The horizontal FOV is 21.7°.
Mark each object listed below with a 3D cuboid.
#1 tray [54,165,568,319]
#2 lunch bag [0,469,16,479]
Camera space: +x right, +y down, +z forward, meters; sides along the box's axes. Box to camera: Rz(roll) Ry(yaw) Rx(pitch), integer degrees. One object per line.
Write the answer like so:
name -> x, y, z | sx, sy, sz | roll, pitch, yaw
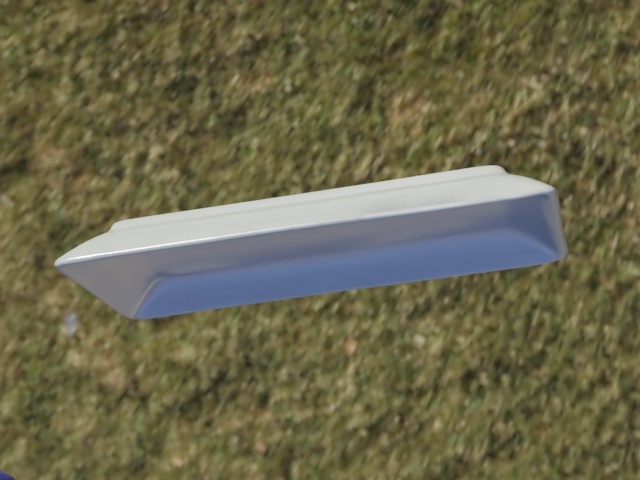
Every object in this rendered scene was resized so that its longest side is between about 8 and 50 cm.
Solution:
tray -> 0.000, 0.000, 0.939 | 0.270, 0.030, 0.145 | -8, 163, 9
lunch bag -> -0.266, 0.266, 0.570 | 0.328, 0.385, 0.239 | -26, 122, 33
